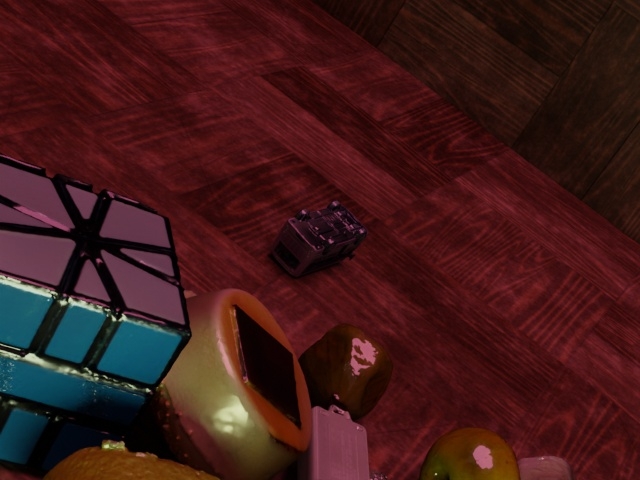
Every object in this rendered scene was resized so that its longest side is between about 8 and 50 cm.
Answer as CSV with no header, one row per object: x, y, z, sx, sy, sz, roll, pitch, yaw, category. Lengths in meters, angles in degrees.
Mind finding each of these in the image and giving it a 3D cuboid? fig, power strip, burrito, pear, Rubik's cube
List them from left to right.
-0.360,0.098,1.629,0.288,0.283,0.293,20,25,-23,Rubik's cube
0.019,0.350,1.767,0.098,0.058,0.338,26,24,-13,power strip
0.040,0.220,2.040,0.154,0.144,0.165,14,37,-9,fig
0.240,0.367,1.994,0.162,0.149,0.149,1,39,-36,pear
0.361,0.462,1.998,0.143,0.105,0.299,59,18,-18,burrito

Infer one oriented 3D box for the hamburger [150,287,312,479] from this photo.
-0.136,0.209,1.752,0.302,0.170,0.302,54,19,-29,hamburger

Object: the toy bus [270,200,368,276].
0.000,0.000,2.427,0.096,0.108,0.199,46,30,17,toy bus

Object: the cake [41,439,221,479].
-0.211,0.347,1.475,0.260,0.179,0.156,25,25,-18,cake

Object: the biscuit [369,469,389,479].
0.043,0.401,1.826,0.250,0.046,0.147,2,39,-48,biscuit
